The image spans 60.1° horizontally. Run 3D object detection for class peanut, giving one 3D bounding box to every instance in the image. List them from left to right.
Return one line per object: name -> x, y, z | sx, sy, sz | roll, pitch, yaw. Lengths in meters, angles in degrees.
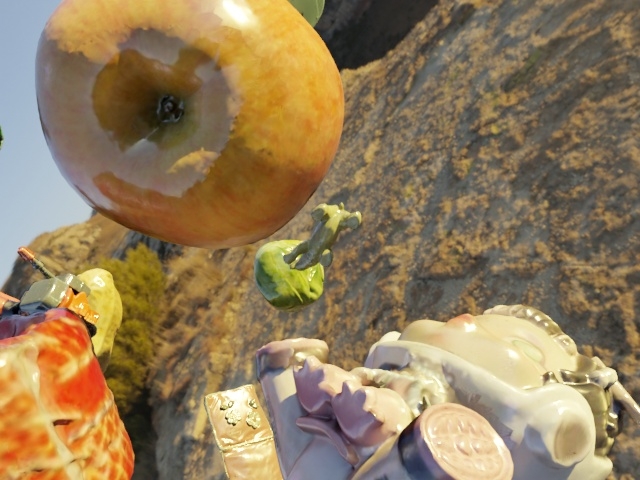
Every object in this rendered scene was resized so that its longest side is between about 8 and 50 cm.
peanut -> -0.601, 0.225, 1.438 | 0.147, 0.147, 0.305 | -13, 61, 67

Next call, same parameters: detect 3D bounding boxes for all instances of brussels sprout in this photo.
brussels sprout -> -0.087, 0.090, 1.468 | 0.161, 0.223, 0.223 | -44, 21, 25

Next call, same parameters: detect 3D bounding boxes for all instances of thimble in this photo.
thimble -> -0.395, 0.223, 0.575 | 0.351, 0.230, 0.350 | -16, 9, 3

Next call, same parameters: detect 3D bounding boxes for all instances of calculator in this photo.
calculator -> -0.053, -0.519, 1.224 | 0.298, 0.041, 0.185 | -57, -19, -21

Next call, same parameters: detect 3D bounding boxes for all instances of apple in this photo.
apple -> -0.165, -0.173, 0.739 | 0.391, 0.392, 0.346 | -53, 11, 17

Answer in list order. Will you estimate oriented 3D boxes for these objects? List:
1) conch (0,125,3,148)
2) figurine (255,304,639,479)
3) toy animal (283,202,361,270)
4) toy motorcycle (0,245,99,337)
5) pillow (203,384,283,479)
conch -> -0.837, -0.265, 1.249 | 0.196, 0.202, 0.134 | -26, 25, -14
figurine -> 0.119, 0.176, 0.543 | 0.253, 0.362, 0.210 | 34, 118, 46
toy animal -> 0.000, 0.000, 1.254 | 0.218, 0.103, 0.101 | -57, 1, 14
toy motorcycle -> -0.582, 0.134, 1.034 | 0.326, 0.221, 0.147 | -13, 43, 21
pillow -> -0.145, 0.403, 1.095 | 0.232, 0.126, 0.043 | 62, 140, 27
